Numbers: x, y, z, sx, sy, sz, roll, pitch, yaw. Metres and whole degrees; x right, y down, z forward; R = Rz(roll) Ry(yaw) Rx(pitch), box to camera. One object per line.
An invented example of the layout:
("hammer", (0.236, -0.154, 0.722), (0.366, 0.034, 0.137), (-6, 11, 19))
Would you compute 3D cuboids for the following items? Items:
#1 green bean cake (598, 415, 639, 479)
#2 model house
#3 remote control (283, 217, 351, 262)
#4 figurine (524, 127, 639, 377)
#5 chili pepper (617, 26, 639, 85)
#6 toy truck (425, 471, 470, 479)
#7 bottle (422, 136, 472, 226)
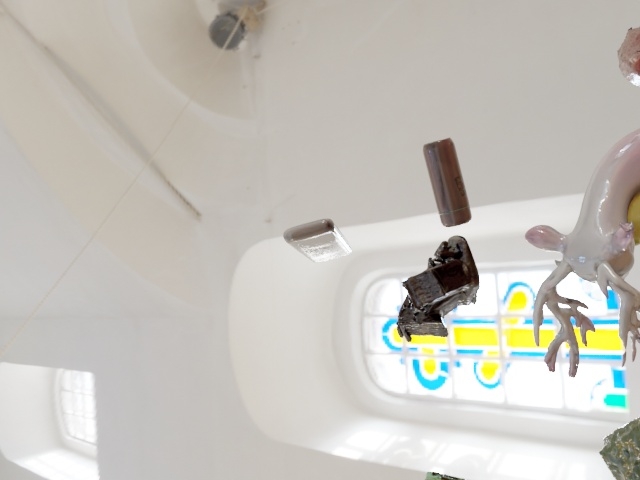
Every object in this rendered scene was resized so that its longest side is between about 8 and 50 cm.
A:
("green bean cake", (0.606, 0.381, 1.167), (0.156, 0.247, 0.249), (-17, -114, -22))
("model house", (0.201, 0.090, 1.347), (0.164, 0.203, 0.141), (-22, -124, -9))
("remote control", (0.000, 0.000, 1.035), (0.261, 0.067, 0.029), (44, -149, -79))
("figurine", (0.419, 0.035, 0.959), (0.316, 0.206, 0.284), (-33, -70, -15))
("chili pepper", (0.585, -0.306, 1.238), (0.252, 0.144, 0.136), (-46, -20, -61))
("toy truck", (0.199, 0.458, 1.007), (0.128, 0.135, 0.259), (24, -121, -33))
("bottle", (0.204, -0.093, 1.179), (0.053, 0.053, 0.140), (-20, -82, -41))
